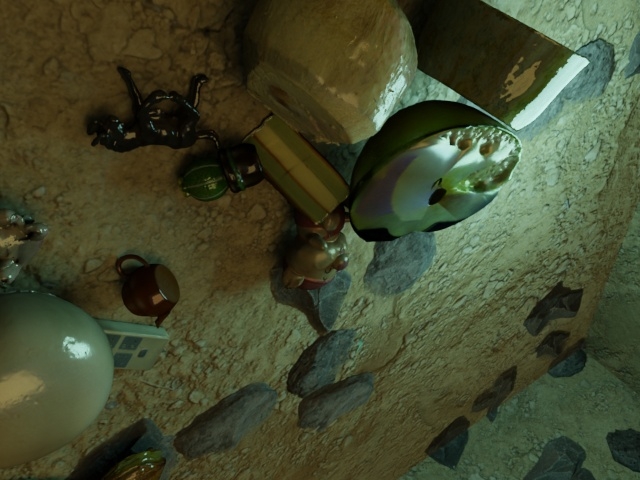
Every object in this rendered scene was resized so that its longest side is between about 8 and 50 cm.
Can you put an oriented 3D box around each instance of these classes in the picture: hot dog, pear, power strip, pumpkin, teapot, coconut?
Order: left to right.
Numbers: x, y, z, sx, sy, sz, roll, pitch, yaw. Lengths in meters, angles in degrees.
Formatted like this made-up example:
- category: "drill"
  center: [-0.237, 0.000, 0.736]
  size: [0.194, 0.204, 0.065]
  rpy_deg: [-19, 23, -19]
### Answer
- category: "power strip"
  center: [-0.482, 0.216, 1.130]
  size: [0.367, 0.043, 0.106]
  rpy_deg: [18, 111, -46]
- category: "hot dog"
  center: [-0.503, 0.661, 1.378]
  size: [0.196, 0.122, 0.272]
  rpy_deg: [50, 59, -72]
- category: "teapot"
  center: [-0.360, 0.105, 1.101]
  size: [0.116, 0.116, 0.173]
  rpy_deg: [-33, 111, -13]
- category: "coconut"
  center: [0.019, -0.323, 0.911]
  size: [0.255, 0.297, 0.297]
  rpy_deg: [-57, 140, -9]
- category: "pear"
  center: [0.225, -0.172, 1.176]
  size: [0.398, 0.165, 0.399]
  rpy_deg: [-16, 151, -9]
- category: "pumpkin"
  center: [0.355, -0.366, 1.118]
  size: [0.332, 0.332, 0.199]
  rpy_deg: [2, 123, -40]

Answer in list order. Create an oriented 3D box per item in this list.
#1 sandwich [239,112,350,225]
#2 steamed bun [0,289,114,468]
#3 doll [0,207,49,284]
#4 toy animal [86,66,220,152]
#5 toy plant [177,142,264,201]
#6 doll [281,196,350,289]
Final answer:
- category: "sandwich"
  center: [-0.049, -0.145, 1.083]
  size: [0.117, 0.187, 0.144]
  rpy_deg: [-45, 145, 0]
- category: "steamed bun"
  center: [-0.515, 0.250, 0.922]
  size: [0.324, 0.206, 0.324]
  rpy_deg: [-28, 144, -23]
- category: "doll"
  center: [-0.543, -0.015, 0.853]
  size: [0.192, 0.095, 0.149]
  rpy_deg: [27, 98, -46]
- category: "toy animal"
  center: [-0.279, -0.211, 0.932]
  size: [0.232, 0.085, 0.148]
  rpy_deg: [-7, 139, -37]
- category: "toy plant"
  center: [-0.193, -0.128, 1.032]
  size: [0.162, 0.093, 0.093]
  rpy_deg: [-18, 136, -1]
- category: "doll"
  center: [0.002, 0.002, 1.263]
  size: [0.196, 0.152, 0.256]
  rpy_deg: [-9, 129, -32]
